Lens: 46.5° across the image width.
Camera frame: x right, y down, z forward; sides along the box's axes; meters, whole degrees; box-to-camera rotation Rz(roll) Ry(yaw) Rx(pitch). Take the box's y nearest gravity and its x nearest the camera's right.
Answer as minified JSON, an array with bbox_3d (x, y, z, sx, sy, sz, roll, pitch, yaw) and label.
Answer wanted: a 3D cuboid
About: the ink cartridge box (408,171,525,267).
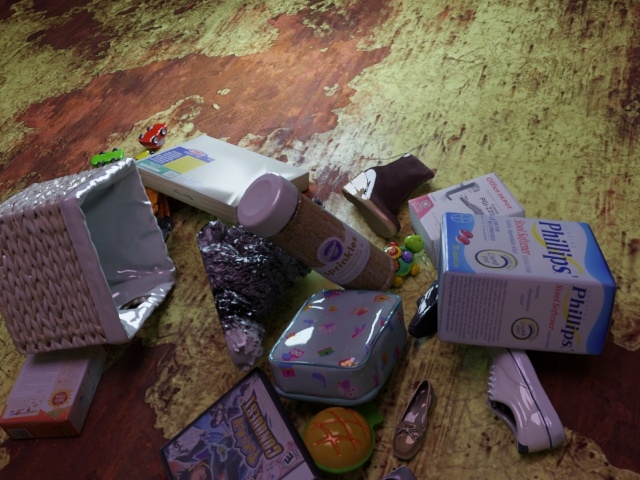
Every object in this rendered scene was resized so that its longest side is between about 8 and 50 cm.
[{"bbox_3d":[0.327,-0.048,1.664,0.218,0.092,0.158,-17,41,-5],"label":"ink cartridge box"}]

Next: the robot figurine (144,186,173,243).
[{"bbox_3d":[-0.470,-0.036,1.902,0.211,0.085,0.291,-14,41,2],"label":"robot figurine"}]

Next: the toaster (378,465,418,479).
[{"bbox_3d":[0.090,0.460,1.126,0.168,0.185,0.110,-24,44,-21],"label":"toaster"}]

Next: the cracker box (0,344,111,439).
[{"bbox_3d":[-0.554,0.300,1.570,0.156,0.067,0.232,-5,43,12],"label":"cracker box"}]

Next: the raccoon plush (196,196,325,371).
[{"bbox_3d":[-0.075,0.094,1.561,0.299,0.216,0.446,-16,44,-8],"label":"raccoon plush"}]

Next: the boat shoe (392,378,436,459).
[{"bbox_3d":[0.168,0.320,1.339,0.056,0.048,0.153,13,48,29],"label":"boat shoe"}]

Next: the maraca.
[{"bbox_3d":[0.040,0.340,1.323,0.127,0.099,0.185,23,36,16],"label":"maraca"}]

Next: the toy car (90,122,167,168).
[{"bbox_3d":[-0.556,-0.244,2.181,0.225,0.053,0.239,-13,41,4],"label":"toy car"}]

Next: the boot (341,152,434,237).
[{"bbox_3d":[0.185,-0.119,1.786,0.207,0.090,0.248,-27,39,-10],"label":"boot"}]

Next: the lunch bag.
[{"bbox_3d":[0.035,0.198,1.433,0.224,0.107,0.279,-2,24,25],"label":"lunch bag"}]

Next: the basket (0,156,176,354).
[{"bbox_3d":[-0.519,0.034,1.611,0.267,0.331,0.328,-12,19,13],"label":"basket"}]

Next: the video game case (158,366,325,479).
[{"bbox_3d":[-0.148,0.394,1.304,0.248,0.035,0.275,-41,44,3],"label":"video game case"}]

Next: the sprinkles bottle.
[{"bbox_3d":[0.000,0.000,1.489,0.121,0.355,0.121,-28,45,32],"label":"sprinkles bottle"}]

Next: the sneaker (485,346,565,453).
[{"bbox_3d":[0.334,0.259,1.321,0.091,0.094,0.258,-16,41,-5],"label":"sneaker"}]

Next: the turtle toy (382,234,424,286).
[{"bbox_3d":[0.173,0.036,1.637,0.130,0.066,0.095,-32,44,-18],"label":"turtle toy"}]

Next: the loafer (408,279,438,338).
[{"bbox_3d":[0.223,0.138,1.521,0.061,0.062,0.170,12,38,39],"label":"loafer"}]

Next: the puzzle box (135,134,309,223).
[{"bbox_3d":[-0.268,-0.170,1.954,0.409,0.052,0.272,23,37,35],"label":"puzzle box"}]

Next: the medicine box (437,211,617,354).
[{"bbox_3d":[0.367,0.072,1.391,0.290,0.149,0.263,4,26,7],"label":"medicine box"}]
